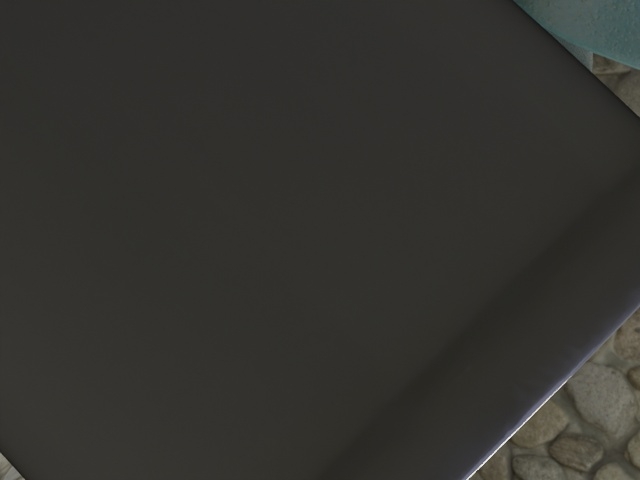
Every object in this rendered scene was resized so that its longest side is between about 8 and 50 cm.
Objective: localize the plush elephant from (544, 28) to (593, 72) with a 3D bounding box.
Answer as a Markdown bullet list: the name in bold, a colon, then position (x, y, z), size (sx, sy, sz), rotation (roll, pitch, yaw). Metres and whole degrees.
- **plush elephant**: position (0.089, -0.087, 1.282), size (0.330, 0.255, 0.271), rotation (-31, -145, 65)

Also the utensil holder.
- **utensil holder**: position (-0.061, -0.036, 0.736), size (0.327, 0.385, 0.327), rotation (-45, 173, -7)

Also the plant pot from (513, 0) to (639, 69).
- **plant pot**: position (0.231, -0.287, 1.149), size (0.247, 0.252, 0.247), rotation (83, 25, -54)
